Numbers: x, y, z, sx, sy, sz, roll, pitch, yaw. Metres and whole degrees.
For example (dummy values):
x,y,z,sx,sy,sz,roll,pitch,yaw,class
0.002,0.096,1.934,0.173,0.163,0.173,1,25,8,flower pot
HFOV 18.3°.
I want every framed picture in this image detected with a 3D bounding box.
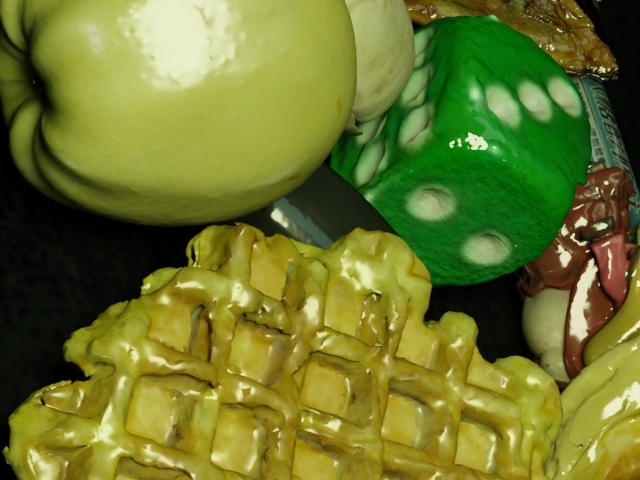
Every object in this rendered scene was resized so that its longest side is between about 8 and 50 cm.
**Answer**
x,y,z,sx,sy,sz,roll,pitch,yaw,class
0.178,-0.239,1.528,0.199,0.010,0.195,65,6,9,framed picture

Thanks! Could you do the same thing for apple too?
x,y,z,sx,sy,sz,roll,pitch,yaw,class
-0.074,-0.098,1.030,0.200,0.200,0.200,31,42,-33,apple

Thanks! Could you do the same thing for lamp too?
x,y,z,sx,sy,sz,roll,pitch,yaw,class
0.195,0.075,1.299,0.118,0.118,0.253,-7,72,-53,lamp

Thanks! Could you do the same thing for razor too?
x,y,z,sx,sy,sz,roll,pitch,yaw,class
0.000,0.000,1.158,0.148,0.054,0.090,45,33,-19,razor

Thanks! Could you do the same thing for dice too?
x,y,z,sx,sy,sz,roll,pitch,yaw,class
0.085,-0.056,1.242,0.120,0.131,0.128,33,42,-28,dice

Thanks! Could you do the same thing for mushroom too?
x,y,z,sx,sy,sz,roll,pitch,yaw,class
-0.016,-0.130,1.184,0.154,0.122,0.154,51,-5,7,mushroom

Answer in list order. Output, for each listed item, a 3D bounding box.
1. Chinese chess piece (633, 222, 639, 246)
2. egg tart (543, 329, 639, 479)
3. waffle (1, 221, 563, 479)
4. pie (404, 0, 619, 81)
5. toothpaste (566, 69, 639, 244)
x,y,z,sx,sy,sz,roll,pitch,yaw,class
0.255,0.018,1.423,0.084,0.034,0.084,36,46,-49,Chinese chess piece
0.260,0.198,1.174,0.352,0.352,0.150,54,-5,-6,egg tart
0.003,0.131,0.996,0.325,0.068,0.302,-29,85,-42,waffle
0.122,-0.166,1.414,0.191,0.033,0.088,15,58,-13,pie
0.178,-0.106,1.456,0.099,0.061,0.392,5,63,-58,toothpaste
